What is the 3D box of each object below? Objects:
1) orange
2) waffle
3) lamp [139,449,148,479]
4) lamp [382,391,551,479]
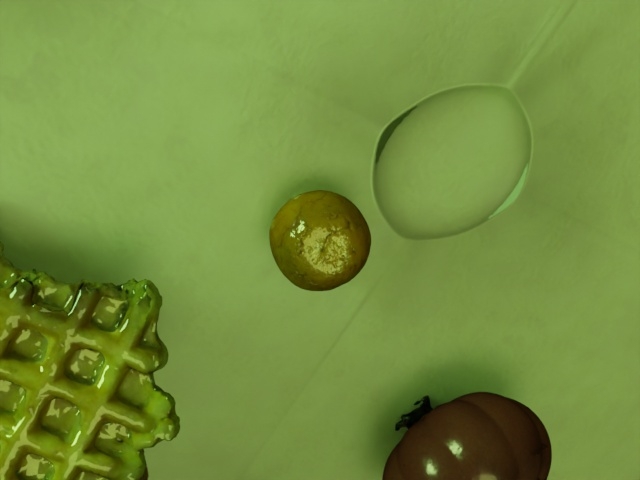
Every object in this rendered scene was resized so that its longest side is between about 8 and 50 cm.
[{"bbox_3d":[0.000,0.000,0.717,0.083,0.070,0.083,-3,109,-10],"label":"orange"},{"bbox_3d":[-0.245,0.093,0.639,0.291,0.051,0.291,0,94,-7],"label":"waffle"},{"bbox_3d":[-0.209,0.200,0.734,0.137,0.136,0.136,-10,125,-14],"label":"lamp"},{"bbox_3d":[0.138,0.223,0.883,0.182,0.140,0.182,-23,142,-20],"label":"lamp"}]
